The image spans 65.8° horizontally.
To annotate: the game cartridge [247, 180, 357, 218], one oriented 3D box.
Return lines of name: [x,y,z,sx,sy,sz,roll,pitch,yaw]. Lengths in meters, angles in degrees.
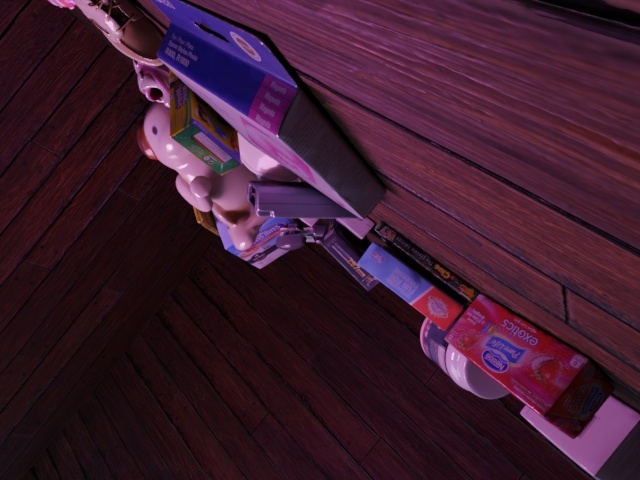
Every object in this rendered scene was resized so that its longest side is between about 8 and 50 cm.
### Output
game cartridge: [-0.033,-0.081,0.934,0.196,0.060,0.294,4,-172,-13]

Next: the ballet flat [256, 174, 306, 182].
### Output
ballet flat: [-0.050,-0.142,1.194,0.096,0.095,0.280,28,-174,20]

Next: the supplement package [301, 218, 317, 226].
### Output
supplement package: [-0.046,-0.120,1.498,0.105,0.105,0.179,39,179,-12]

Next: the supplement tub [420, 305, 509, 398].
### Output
supplement tub: [0.405,0.293,1.347,0.191,0.191,0.272,39,179,-14]

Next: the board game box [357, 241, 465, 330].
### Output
board game box: [0.237,0.106,1.208,0.242,0.064,0.316,38,-172,18]

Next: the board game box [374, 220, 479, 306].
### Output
board game box: [0.239,0.055,1.107,0.260,0.030,0.136,38,-178,23]

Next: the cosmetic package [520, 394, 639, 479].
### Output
cosmetic package: [0.626,0.443,1.078,0.366,0.155,0.197,38,-179,-33]

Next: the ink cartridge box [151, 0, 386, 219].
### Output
ink cartridge box: [-0.095,-0.188,0.702,0.324,0.071,0.330,39,-179,38]

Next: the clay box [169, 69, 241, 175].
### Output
clay box: [-0.207,-0.239,0.884,0.127,0.053,0.221,39,-147,-50]

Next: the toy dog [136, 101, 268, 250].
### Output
toy dog: [-0.288,-0.242,1.366,0.408,0.285,0.395,40,-163,-40]

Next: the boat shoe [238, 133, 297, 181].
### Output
boat shoe: [-0.141,-0.225,1.031,0.320,0.116,0.099,31,-141,27]

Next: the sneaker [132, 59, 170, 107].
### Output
sneaker: [-0.372,-0.376,1.106,0.252,0.111,0.103,39,180,21]

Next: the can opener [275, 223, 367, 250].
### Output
can opener: [0.000,0.000,1.553,0.284,0.095,0.076,2,145,18]

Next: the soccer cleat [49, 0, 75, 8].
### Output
soccer cleat: [-0.565,-0.555,1.009,0.248,0.083,0.095,41,176,26]

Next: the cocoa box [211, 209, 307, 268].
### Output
cocoa box: [-0.233,-0.124,1.719,0.228,0.232,0.347,41,-160,-59]

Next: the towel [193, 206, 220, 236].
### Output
towel: [-0.356,-0.067,1.662,0.102,0.021,0.237,69,-170,23]

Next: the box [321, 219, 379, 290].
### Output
box: [0.092,0.022,1.384,0.183,0.059,0.232,46,-164,-9]

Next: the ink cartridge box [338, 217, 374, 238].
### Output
ink cartridge box: [0.087,-0.048,1.274,0.089,0.052,0.122,39,179,2]

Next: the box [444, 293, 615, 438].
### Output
box: [0.375,0.223,0.915,0.128,0.122,0.257,38,180,-32]

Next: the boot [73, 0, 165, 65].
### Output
boot: [-0.339,-0.377,0.786,0.213,0.077,0.165,41,177,-9]
